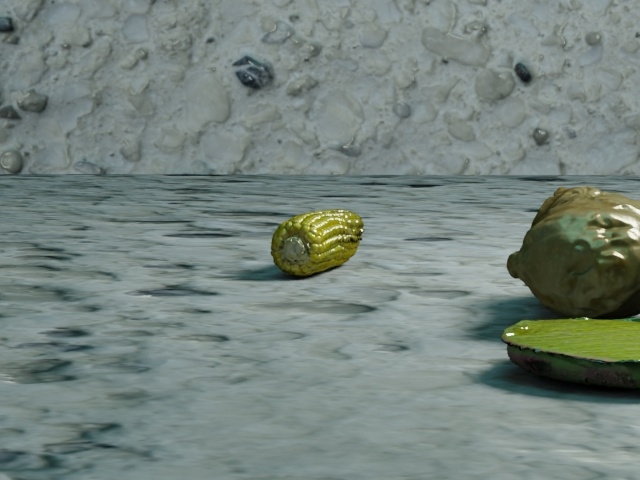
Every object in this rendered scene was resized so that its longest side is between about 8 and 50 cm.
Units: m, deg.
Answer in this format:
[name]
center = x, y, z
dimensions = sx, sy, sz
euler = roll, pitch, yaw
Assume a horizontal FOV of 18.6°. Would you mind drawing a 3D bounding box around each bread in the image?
[bread]
center = 0.252, 0.090, 1.544
dimensions = 0.228, 0.033, 0.228
euler = 1, 8, 0

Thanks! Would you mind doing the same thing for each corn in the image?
[corn]
center = 0.000, 0.000, 2.206
dimensions = 0.072, 0.072, 0.203
euler = 3, 5, 17

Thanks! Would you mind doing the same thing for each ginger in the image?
[ginger]
center = 0.268, 0.010, 1.876
dimensions = 0.190, 0.126, 0.354
euler = -6, 7, 2
